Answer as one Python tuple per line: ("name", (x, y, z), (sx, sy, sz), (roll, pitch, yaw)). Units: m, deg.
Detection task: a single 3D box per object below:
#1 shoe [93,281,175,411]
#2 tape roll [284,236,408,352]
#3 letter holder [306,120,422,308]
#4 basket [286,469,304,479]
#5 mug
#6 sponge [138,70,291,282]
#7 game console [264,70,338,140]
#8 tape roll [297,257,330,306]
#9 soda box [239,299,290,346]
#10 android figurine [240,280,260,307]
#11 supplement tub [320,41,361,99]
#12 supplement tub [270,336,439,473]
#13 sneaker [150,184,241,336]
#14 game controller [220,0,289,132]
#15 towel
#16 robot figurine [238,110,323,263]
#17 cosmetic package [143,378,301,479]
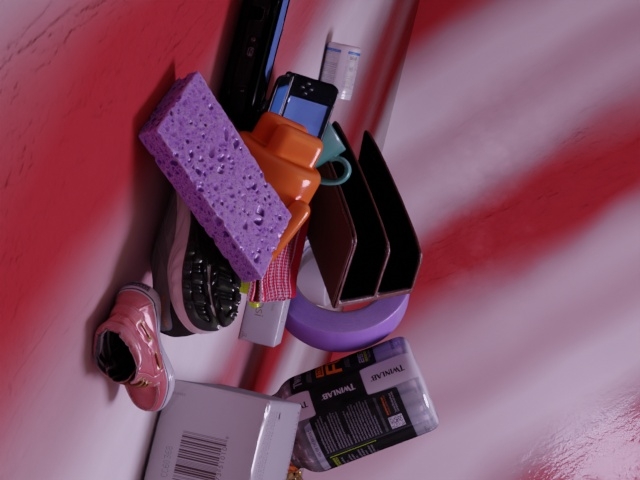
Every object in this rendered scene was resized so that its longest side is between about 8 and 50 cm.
("shoe", (-0.204, 0.136, 1.047), (0.081, 0.063, 0.178), (-65, 160, -52))
("tape roll", (0.039, 0.075, 1.889), (0.090, 0.275, 0.274), (91, 14, -59))
("letter holder", (0.062, -0.073, 1.697), (0.214, 0.152, 0.302), (102, -27, -52))
("basket", (-0.154, 0.525, 1.941), (0.299, 0.223, 0.213), (33, 37, -82))
("mug", (-0.030, -0.159, 1.486), (0.157, 0.097, 0.129), (61, 6, 31))
("sponge", (-0.110, -0.068, 1.061), (0.210, 0.031, 0.117), (58, 34, -27))
("game console", (-0.038, -0.157, 1.369), (0.144, 0.124, 0.085), (-69, -155, 17))
("tape roll", (0.000, 0.000, 2.140), (0.286, 0.100, 0.286), (13, 90, -83))
("soda box", (-0.086, 0.080, 1.765), (0.074, 0.069, 0.216), (-4, 107, -82))
("android figurine", (-0.093, -0.020, 1.607), (0.248, 0.056, 0.273), (-63, 162, -62))
("supplement tub", (0.038, -0.340, 1.948), (0.071, 0.071, 0.107), (-42, 146, -77))
("supplement tub", (0.053, 0.325, 1.871), (0.193, 0.316, 0.193), (-22, 90, -87))
("sneaker", (-0.149, -0.016, 1.121), (0.108, 0.100, 0.271), (-23, -128, 43))
("game controller", (-0.064, -0.300, 1.291), (0.166, 0.067, 0.319), (42, 62, -81))
("towel", (-0.060, 0.004, 1.565), (0.275, 0.031, 0.198), (14, 86, -81))
("robot figurine", (-0.084, -0.051, 1.239), (0.219, 0.158, 0.128), (-60, 168, 13))
("cosmetic package", (-0.141, 0.331, 1.472), (0.385, 0.156, 0.217), (51, 50, -79))
